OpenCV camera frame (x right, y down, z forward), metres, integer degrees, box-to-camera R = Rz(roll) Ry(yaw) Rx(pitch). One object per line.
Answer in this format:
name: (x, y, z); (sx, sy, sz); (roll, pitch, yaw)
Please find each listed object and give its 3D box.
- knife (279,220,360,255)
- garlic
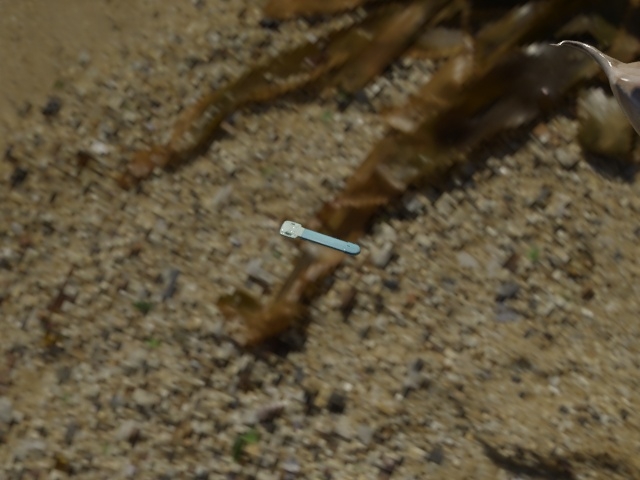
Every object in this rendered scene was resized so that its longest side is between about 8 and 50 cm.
knife: (0.000, 0.000, 1.848); (0.096, 0.010, 0.027); (17, 42, 5)
garlic: (0.390, -0.155, 1.795); (0.148, 0.267, 0.128); (-160, 91, -75)
